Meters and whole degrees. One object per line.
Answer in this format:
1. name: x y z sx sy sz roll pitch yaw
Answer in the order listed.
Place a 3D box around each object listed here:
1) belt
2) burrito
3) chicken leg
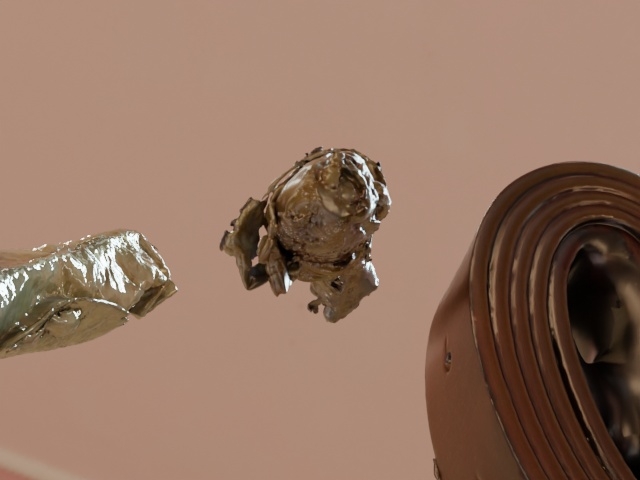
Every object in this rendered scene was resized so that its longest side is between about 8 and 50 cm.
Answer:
1. belt: 0.186 0.117 1.006 0.217 0.122 0.338 -3 -125 -18
2. burrito: -0.103 0.020 0.593 0.055 0.041 0.149 -10 180 24
3. chicken leg: 0.005 -0.006 1.174 0.080 0.196 0.125 38 -86 19
